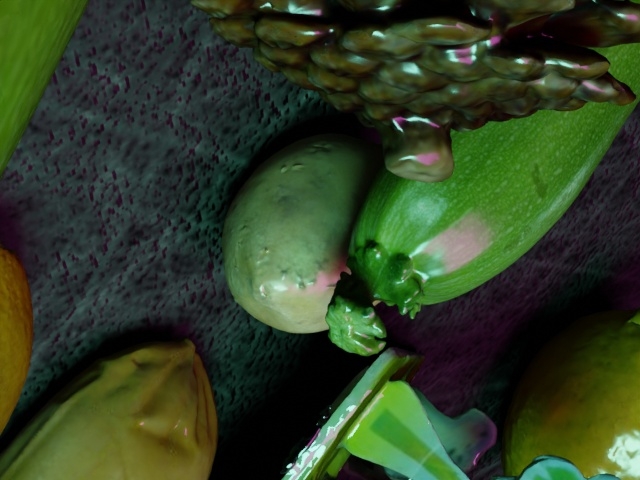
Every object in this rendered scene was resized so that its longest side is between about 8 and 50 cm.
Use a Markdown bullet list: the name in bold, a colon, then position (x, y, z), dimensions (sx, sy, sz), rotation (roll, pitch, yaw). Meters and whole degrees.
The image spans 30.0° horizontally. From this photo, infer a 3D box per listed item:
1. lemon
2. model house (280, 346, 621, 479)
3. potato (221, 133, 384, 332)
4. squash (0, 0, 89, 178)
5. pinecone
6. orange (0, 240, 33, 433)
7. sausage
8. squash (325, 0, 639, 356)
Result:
- **lemon**: position (0.250, 0.161, 0.999), dimensions (0.188, 0.188, 0.257), rotation (4, 120, -44)
- **model house**: position (0.066, 0.280, 0.801), dimensions (0.358, 0.312, 0.242), rotation (-50, 171, 0)
- **potato**: position (0.003, 0.000, 0.708), dimensions (0.147, 0.112, 0.112), rotation (-26, 137, -35)
- **squash**: position (-0.172, -0.093, 0.356), dimensions (0.309, 0.210, 0.233), rotation (-56, 175, 17)
- **pinecone**: position (0.052, -0.162, 0.528), dimensions (0.224, 0.224, 0.273), rotation (1, 96, -43)
- **orange**: position (-0.205, 0.064, 0.574), dimensions (0.160, 0.112, 0.170), rotation (-30, 150, -21)
- **sausage**: position (-0.177, 0.210, 0.717), dimensions (0.134, 0.116, 0.354), rotation (34, 93, -36)
- **squash**: position (0.123, -0.078, 0.684), dimensions (0.379, 0.101, 0.101), rotation (-48, 145, -28)
